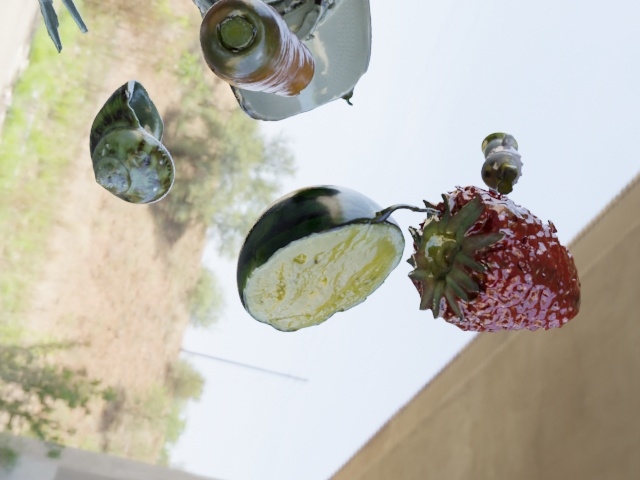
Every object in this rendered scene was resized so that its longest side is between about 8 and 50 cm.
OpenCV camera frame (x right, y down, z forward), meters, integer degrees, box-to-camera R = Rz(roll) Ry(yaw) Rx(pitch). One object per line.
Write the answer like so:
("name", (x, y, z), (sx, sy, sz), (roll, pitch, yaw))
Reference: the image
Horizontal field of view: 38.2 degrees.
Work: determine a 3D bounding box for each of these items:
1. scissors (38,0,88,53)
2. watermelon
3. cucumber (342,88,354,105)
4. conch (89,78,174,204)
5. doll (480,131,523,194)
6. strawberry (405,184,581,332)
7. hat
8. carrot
("scissors", (-0.462, -0.485, 1.469), (0.256, 0.029, 0.383), (-72, 152, -48))
("watermelon", (-0.006, 0.005, 1.118), (0.232, 0.204, 0.127), (-54, -133, 36))
("cucumber", (0.027, -0.342, 1.815), (0.250, 0.056, 0.056), (52, 43, -57))
("conch", (-0.302, -0.145, 1.443), (0.181, 0.124, 0.187), (-120, -169, -71))
("doll", (0.352, -0.154, 1.803), (0.207, 0.081, 0.129), (-75, 176, -62))
("strawberry", (0.341, 0.035, 1.732), (0.292, 0.343, 0.292), (-2, -93, 53))
("hat", (-0.055, -0.317, 1.250), (0.168, 0.257, 0.301), (-129, -158, -60))
("carrot", (-0.062, -0.184, 0.900), (0.193, 0.087, 0.087), (-4, 110, -81))
